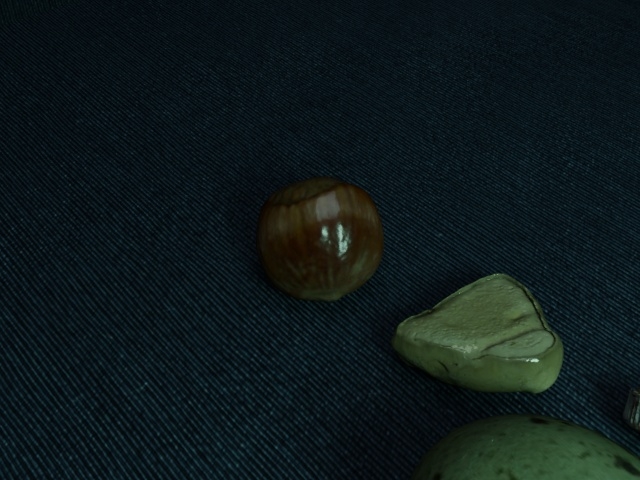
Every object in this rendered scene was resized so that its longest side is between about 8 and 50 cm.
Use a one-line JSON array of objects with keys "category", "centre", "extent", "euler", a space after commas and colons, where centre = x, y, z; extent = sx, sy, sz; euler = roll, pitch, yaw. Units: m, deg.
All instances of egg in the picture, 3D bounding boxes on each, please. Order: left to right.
[{"category": "egg", "centre": [0.244, 0.336, 0.758], "extent": [0.287, 0.288, 0.379], "euler": [-33, 38, -31]}]

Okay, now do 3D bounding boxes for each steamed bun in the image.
[{"category": "steamed bun", "centre": [0.242, 0.158, 1.087], "extent": [0.231, 0.111, 0.212], "euler": [-24, 31, -19]}]

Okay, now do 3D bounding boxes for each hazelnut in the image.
[{"category": "hazelnut", "centre": [0.000, 0.000, 1.218], "extent": [0.214, 0.176, 0.214], "euler": [-6, 73, 22]}]

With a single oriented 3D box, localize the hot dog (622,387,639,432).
[{"category": "hot dog", "centre": [0.516, 0.269, 0.960], "extent": [0.268, 0.144, 0.075], "euler": [32, 89, 23]}]
